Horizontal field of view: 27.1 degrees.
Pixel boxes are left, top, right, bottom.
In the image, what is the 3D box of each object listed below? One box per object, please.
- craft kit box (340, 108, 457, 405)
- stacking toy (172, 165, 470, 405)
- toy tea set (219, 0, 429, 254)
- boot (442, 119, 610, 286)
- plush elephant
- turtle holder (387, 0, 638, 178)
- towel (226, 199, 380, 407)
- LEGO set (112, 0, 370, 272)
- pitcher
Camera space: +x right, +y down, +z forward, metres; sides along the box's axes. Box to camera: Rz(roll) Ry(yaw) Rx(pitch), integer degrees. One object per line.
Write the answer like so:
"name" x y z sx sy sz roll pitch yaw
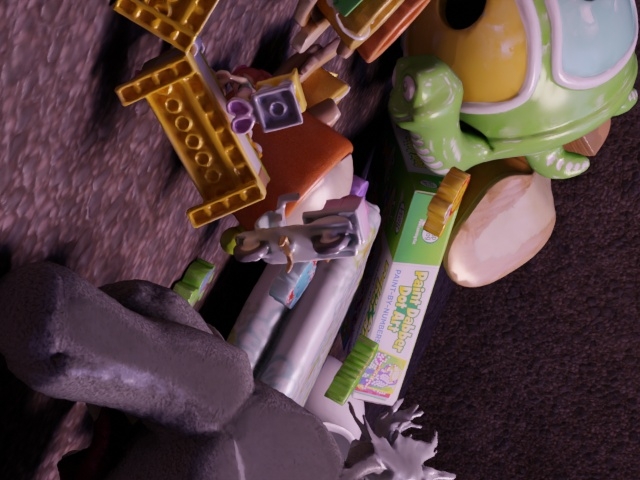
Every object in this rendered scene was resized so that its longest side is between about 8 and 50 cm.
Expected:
"craft kit box" 0.078 0.013 1.468 0.247 0.060 0.250 -106 -152 -64
"stacking toy" 0.000 0.000 1.077 0.221 0.167 0.052 -58 168 -22
"toy tea set" 0.045 -0.123 0.900 0.336 0.124 0.200 -48 179 40
"boot" 0.173 -0.065 1.490 0.295 0.211 0.104 -47 121 -25
"plush elephant" -0.113 0.173 0.845 0.330 0.272 0.255 1 161 -43
"turtle holder" 0.176 -0.206 1.361 0.320 0.243 0.227 -23 130 -15
"towel" -0.059 0.138 1.292 0.320 0.090 0.375 96 20 -74
"LEGO set" -0.044 -0.127 0.752 0.107 0.132 0.287 -79 166 -64
"pitcher" 0.001 0.236 1.554 0.207 0.125 0.178 -109 -178 -66
